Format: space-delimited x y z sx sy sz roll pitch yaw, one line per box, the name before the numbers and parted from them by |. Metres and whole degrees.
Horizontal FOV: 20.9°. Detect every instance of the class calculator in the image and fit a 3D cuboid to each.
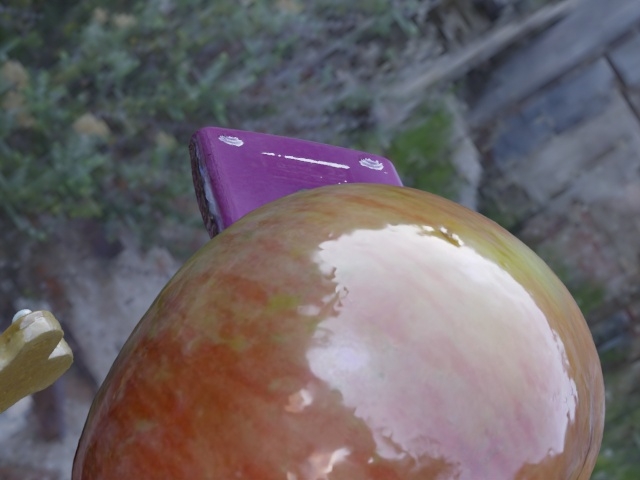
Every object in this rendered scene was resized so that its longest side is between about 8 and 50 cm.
calculator | 0.000 0.000 0.901 0.126 0.034 0.190 8 35 -18

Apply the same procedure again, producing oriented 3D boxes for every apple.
apple | 0.013 0.079 0.645 0.164 0.209 0.209 37 13 27

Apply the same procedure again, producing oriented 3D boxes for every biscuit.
biscuit | -0.298 0.137 1.352 0.035 0.240 0.158 49 -19 16
